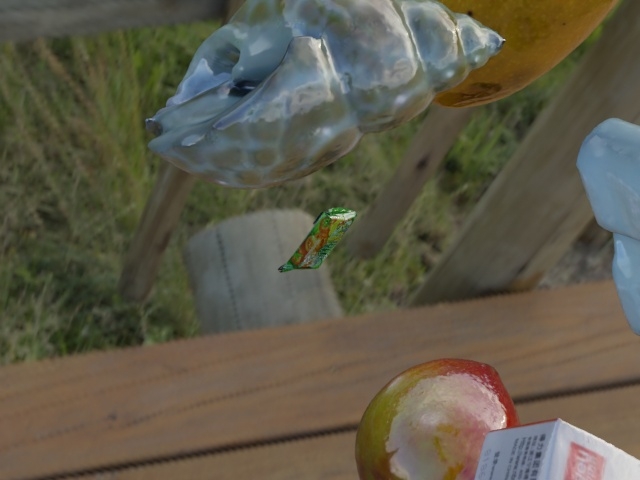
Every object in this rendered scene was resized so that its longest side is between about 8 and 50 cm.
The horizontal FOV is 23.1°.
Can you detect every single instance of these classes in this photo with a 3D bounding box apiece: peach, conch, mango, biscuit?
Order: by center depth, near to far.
[{"bbox_3d":[-0.011,-0.084,0.838,0.173,0.116,0.106,-44,104,-20],"label":"conch"},{"bbox_3d":[0.160,-0.243,1.222,0.144,0.359,0.187,-25,71,-47],"label":"mango"},{"bbox_3d":[0.000,0.000,1.477,0.046,0.089,0.016,-1,47,-46],"label":"biscuit"},{"bbox_3d":[0.134,0.219,1.683,0.197,0.197,0.197,8,59,-14],"label":"peach"}]

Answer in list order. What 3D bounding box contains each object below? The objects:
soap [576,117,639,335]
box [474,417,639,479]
[{"bbox_3d":[0.150,0.035,0.308,0.066,0.119,0.198,-37,35,-18],"label":"soap"},{"bbox_3d":[0.177,0.239,1.154,0.133,0.099,0.182,32,60,-25],"label":"box"}]
